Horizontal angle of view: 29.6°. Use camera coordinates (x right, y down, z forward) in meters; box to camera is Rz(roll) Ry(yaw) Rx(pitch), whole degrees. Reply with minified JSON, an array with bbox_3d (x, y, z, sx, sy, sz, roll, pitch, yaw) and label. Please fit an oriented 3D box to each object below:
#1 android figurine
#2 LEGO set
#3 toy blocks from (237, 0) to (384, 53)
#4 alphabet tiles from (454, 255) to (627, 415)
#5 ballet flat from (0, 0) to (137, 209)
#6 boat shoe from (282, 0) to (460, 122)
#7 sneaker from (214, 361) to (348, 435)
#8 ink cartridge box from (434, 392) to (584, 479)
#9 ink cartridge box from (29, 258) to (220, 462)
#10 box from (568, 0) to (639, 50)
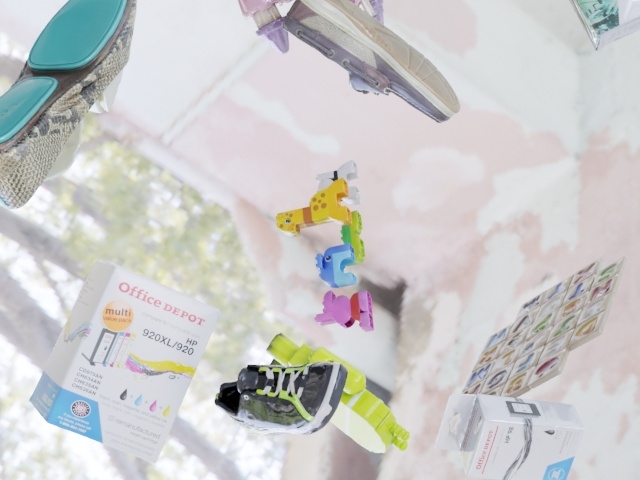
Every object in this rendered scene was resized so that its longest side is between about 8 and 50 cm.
[{"bbox_3d":[0.031,0.256,1.986,0.056,0.272,0.248,-51,162,-19],"label":"android figurine"},{"bbox_3d":[0.000,0.000,1.498,0.093,0.087,0.227,-12,-116,15],"label":"LEGO set"},{"bbox_3d":[0.045,-0.414,1.881,0.309,0.260,0.288,-25,-171,18],"label":"toy blocks"},{"bbox_3d":[0.337,0.146,1.858,0.285,0.011,0.342,-36,-171,34],"label":"alphabet tiles"},{"bbox_3d":[-0.430,-0.237,2.013,0.164,0.182,0.483,6,-133,23],"label":"ballet flat"},{"bbox_3d":[0.072,-0.257,1.738,0.092,0.285,0.103,-50,-173,25],"label":"boat shoe"},{"bbox_3d":[-0.061,0.198,1.535,0.234,0.097,0.084,-29,-143,49],"label":"sneaker"},{"bbox_3d":[0.257,0.273,1.658,0.060,0.180,0.104,-101,-160,-60],"label":"ink cartridge box"},{"bbox_3d":[-0.278,0.165,1.719,0.233,0.171,0.168,-67,-160,-6],"label":"ink cartridge box"},{"bbox_3d":[0.394,-0.436,1.587,0.232,0.322,0.058,-25,162,0],"label":"box"}]
